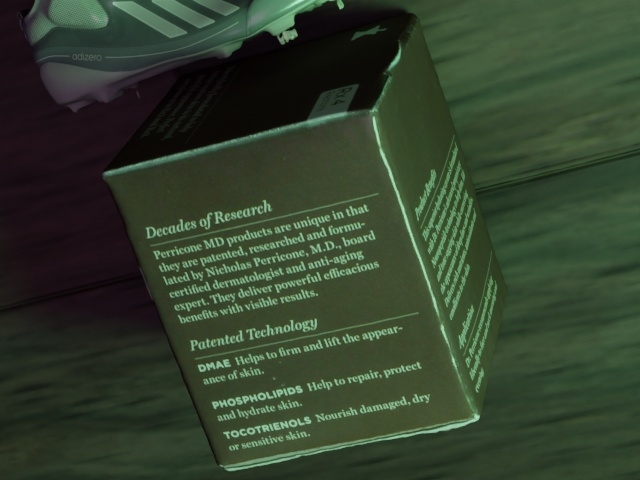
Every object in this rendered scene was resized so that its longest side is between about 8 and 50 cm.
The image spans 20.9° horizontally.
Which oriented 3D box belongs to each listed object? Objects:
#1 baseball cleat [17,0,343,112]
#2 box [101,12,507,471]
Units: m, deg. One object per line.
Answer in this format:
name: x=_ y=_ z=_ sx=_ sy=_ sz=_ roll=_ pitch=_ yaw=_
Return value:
baseball cleat: x=-0.092 y=-0.151 z=1.047 sx=0.206 sy=0.072 sz=0.109 roll=-21 pitch=102 yaw=17
box: x=0.000 y=0.000 z=1.042 sx=0.167 sy=0.168 sz=0.203 roll=-13 pitch=111 yaw=18
